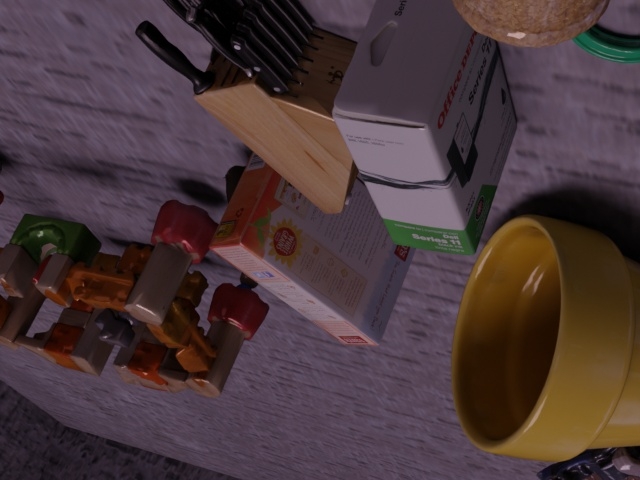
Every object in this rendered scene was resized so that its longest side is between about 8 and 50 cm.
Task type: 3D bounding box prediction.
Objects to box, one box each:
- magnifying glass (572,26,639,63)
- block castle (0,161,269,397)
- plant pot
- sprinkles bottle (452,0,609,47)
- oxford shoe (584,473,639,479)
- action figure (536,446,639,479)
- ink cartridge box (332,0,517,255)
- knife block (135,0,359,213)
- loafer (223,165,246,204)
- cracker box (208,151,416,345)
[{"bbox_3d":[0.237,-0.200,0.800,0.092,0.026,0.231,21,159,5],"label":"magnifying glass"},{"bbox_3d":[-0.320,0.043,1.617,0.453,0.212,0.303,9,150,25],"label":"block castle"},{"bbox_3d":[0.298,0.118,1.187,0.239,0.254,0.254,13,160,-16],"label":"plant pot"},{"bbox_3d":[0.134,-0.258,0.634,0.121,0.121,0.355,17,157,13],"label":"sprinkles bottle"},{"bbox_3d":[0.469,0.305,1.566,0.133,0.130,0.364,40,153,-24],"label":"oxford shoe"},{"bbox_3d":[0.431,0.280,1.291,0.178,0.330,0.341,36,129,-24],"label":"action figure"},{"bbox_3d":[0.098,-0.105,0.968,0.087,0.153,0.208,11,155,25],"label":"ink cartridge box"},{"bbox_3d":[-0.063,-0.153,1.094,0.242,0.088,0.275,21,158,5],"label":"knife block"},{"bbox_3d":[-0.065,-0.037,1.389,0.078,0.080,0.220,62,178,22],"label":"loafer"},{"bbox_3d":[0.000,0.000,1.282,0.232,0.155,0.067,38,153,-31],"label":"cracker box"}]
